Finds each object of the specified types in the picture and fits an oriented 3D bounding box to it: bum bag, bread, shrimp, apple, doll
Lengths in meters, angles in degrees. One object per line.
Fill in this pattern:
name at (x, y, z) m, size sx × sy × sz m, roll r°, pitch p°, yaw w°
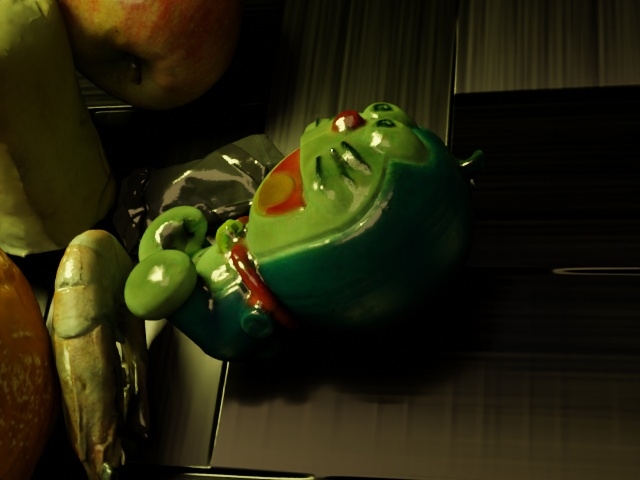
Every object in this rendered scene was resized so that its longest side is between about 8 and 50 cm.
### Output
bum bag at (-0.122, -0.053, 0.996) m, size 0.197 × 0.049 × 0.087 m, roll -18°, pitch 65°, yaw 4°
bread at (-0.371, -0.172, 0.968) m, size 0.300 × 0.341 × 0.210 m, roll 3°, pitch 40°, yaw 22°
shrimp at (-0.192, 0.117, 0.880) m, size 0.059 × 0.145 × 0.254 m, roll -11°, pitch 85°, yaw 12°
apple at (-0.175, -0.239, 1.027) m, size 0.188 × 0.188 × 0.174 m, roll 5°, pitch 54°, yaw 17°
doll at (0.000, 0.001, 0.864) m, size 0.322 × 0.186 × 0.198 m, roll -26°, pitch 27°, yaw 19°

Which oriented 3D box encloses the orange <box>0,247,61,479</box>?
orange at (-0.398, 0.116, 0.824) m, size 0.340 × 0.293 × 0.341 m, roll 0°, pitch 70°, yaw 0°
